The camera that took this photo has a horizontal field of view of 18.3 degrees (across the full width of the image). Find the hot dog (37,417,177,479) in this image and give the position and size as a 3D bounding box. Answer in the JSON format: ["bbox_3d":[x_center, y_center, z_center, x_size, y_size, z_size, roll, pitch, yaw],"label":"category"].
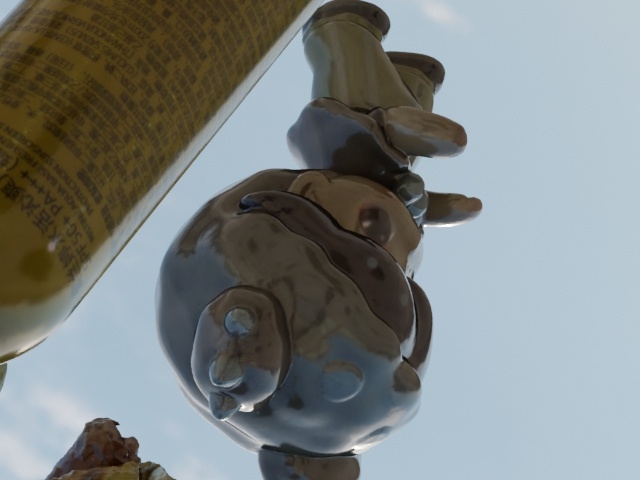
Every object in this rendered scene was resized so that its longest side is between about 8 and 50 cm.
[{"bbox_3d":[-0.166,0.184,1.042,0.103,0.213,0.146,36,174,13],"label":"hot dog"}]

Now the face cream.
[{"bbox_3d":[-0.101,-0.057,0.854,0.105,0.105,0.349,38,-125,-4],"label":"face cream"}]

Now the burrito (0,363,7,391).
[{"bbox_3d":[-0.189,0.092,0.894,0.044,0.074,0.118,29,-146,23],"label":"burrito"}]

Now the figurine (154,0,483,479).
[{"bbox_3d":[0.001,-0.001,1.459,0.248,0.203,0.380,67,-145,-53],"label":"figurine"}]
